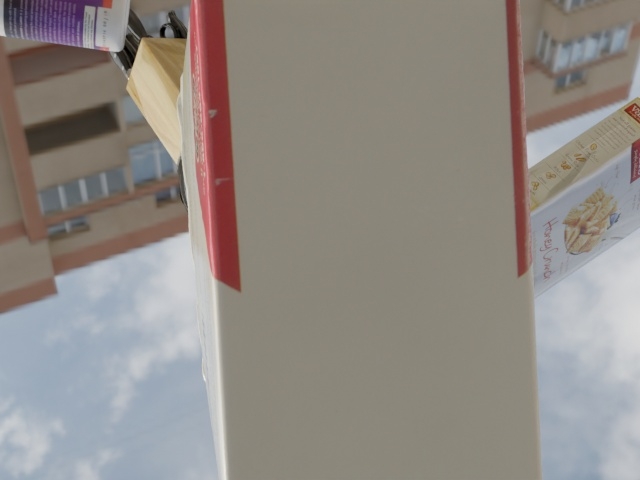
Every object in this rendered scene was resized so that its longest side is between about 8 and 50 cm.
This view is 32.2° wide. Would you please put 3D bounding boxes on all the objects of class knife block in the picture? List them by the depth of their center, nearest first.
[{"bbox_3d":[-0.214,-0.218,1.515,0.242,0.088,0.275,24,-146,0],"label":"knife block"}]

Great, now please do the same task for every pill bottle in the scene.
[{"bbox_3d":[-0.312,-0.277,1.237,0.193,0.108,0.108,6,-136,-9],"label":"pill bottle"}]

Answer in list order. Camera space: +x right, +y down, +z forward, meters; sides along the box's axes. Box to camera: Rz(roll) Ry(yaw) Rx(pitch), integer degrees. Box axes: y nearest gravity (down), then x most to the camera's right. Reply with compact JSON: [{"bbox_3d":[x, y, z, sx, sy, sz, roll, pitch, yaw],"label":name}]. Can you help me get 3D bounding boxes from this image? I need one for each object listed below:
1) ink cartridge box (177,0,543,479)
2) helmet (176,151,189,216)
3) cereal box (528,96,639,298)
[{"bbox_3d":[0.000,0.000,0.702,0.160,0.279,0.385,-5,-176,-8],"label":"ink cartridge box"},{"bbox_3d":[-0.082,-0.063,1.354,0.169,0.169,0.161,-25,-119,-25],"label":"helmet"},{"bbox_3d":[0.226,-0.016,1.078,0.240,0.173,0.047,-33,-122,-9],"label":"cereal box"}]
